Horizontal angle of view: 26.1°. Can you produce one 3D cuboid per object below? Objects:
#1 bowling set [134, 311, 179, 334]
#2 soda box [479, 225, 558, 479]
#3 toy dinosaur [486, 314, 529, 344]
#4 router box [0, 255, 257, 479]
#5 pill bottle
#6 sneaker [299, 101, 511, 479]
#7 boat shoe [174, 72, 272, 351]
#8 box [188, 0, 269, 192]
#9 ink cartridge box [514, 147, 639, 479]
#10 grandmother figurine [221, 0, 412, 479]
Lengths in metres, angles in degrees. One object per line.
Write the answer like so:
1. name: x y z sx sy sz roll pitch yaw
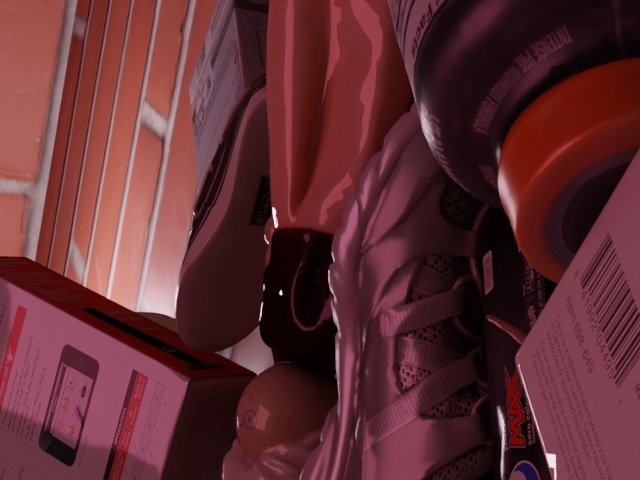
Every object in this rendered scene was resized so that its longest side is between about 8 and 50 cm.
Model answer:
1. bowling set: -0.232 0.213 1.349 0.200 0.154 0.287 140 135 -64
2. soda box: 0.103 0.074 0.539 0.053 0.060 0.168 132 142 -58
3. toy dinosaur: 0.106 0.105 0.462 0.053 0.093 0.183 130 143 -58
4. router box: -0.225 0.213 1.160 0.301 0.082 0.335 23 102 37
5. pill bottle: 0.091 -0.097 0.533 0.130 0.131 0.245 115 155 -43
6. sneaker: 0.068 0.066 0.642 0.115 0.105 0.281 12 93 42
7. boat shoe: -0.057 -0.021 1.051 0.219 0.078 0.070 -68 22 16
8. box: -0.075 -0.122 1.196 0.186 0.038 0.145 -98 24 -43
9. ink cartridge box: 0.149 0.020 0.371 0.158 0.092 0.217 -101 24 -45
10. grandmother figurine: 0.000 0.000 0.827 0.208 0.104 0.342 147 131 -78
